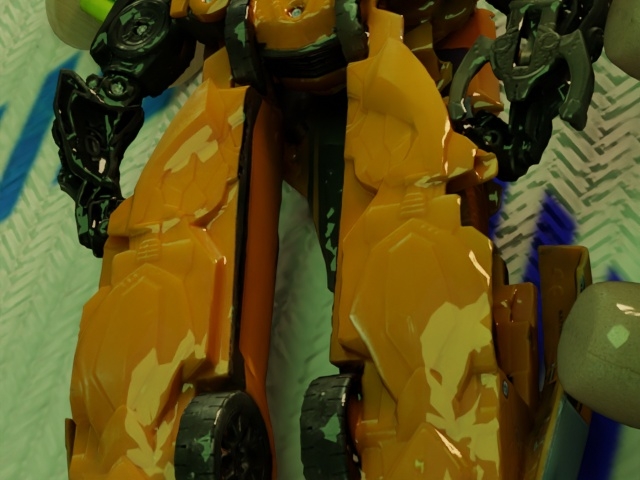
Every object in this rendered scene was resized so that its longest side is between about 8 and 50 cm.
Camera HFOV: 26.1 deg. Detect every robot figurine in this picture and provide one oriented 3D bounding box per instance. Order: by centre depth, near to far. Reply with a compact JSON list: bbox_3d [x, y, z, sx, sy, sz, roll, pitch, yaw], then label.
[{"bbox_3d":[0.000,0.000,0.470,0.211,0.085,0.291,-9,57,21],"label":"robot figurine"}]

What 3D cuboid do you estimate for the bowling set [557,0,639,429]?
[{"bbox_3d":[0.147,0.043,0.336,0.154,0.287,0.200,17,104,-7],"label":"bowling set"}]

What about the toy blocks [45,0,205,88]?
[{"bbox_3d":[-0.089,-0.143,0.625,0.148,0.054,0.123,33,77,37],"label":"toy blocks"}]
